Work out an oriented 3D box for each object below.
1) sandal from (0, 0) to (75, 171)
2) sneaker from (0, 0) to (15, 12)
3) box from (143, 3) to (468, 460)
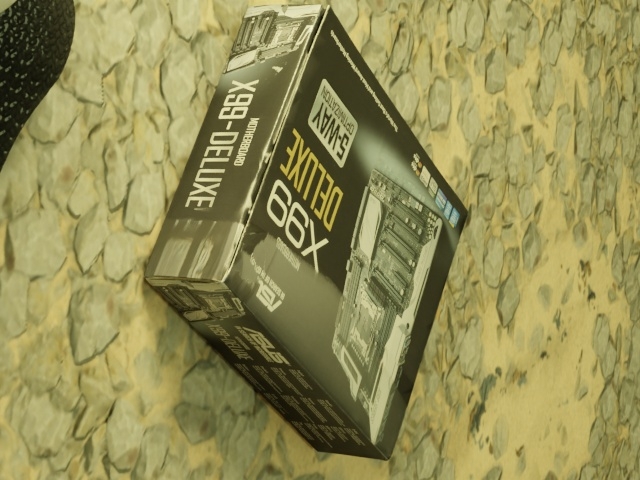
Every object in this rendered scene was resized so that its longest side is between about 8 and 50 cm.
[{"bbox_3d":[-0.209,-0.085,1.114,0.067,0.040,0.179,35,77,-49],"label":"sandal"},{"bbox_3d":[-0.185,-0.199,0.935,0.108,0.292,0.169,62,24,11],"label":"sneaker"},{"bbox_3d":[0.000,0.000,1.432,0.307,0.076,0.242,52,50,-49],"label":"box"}]
